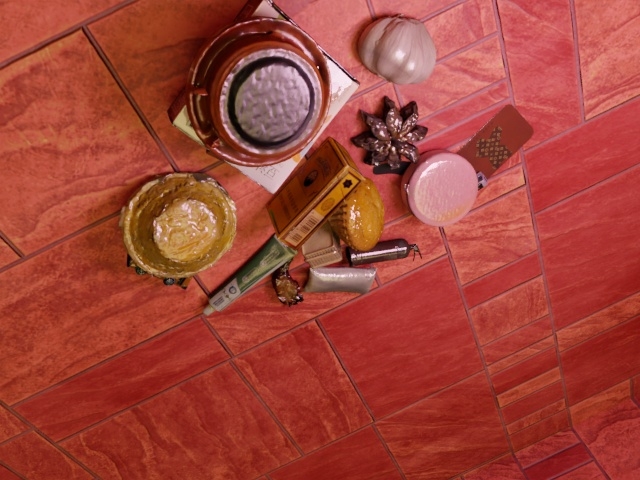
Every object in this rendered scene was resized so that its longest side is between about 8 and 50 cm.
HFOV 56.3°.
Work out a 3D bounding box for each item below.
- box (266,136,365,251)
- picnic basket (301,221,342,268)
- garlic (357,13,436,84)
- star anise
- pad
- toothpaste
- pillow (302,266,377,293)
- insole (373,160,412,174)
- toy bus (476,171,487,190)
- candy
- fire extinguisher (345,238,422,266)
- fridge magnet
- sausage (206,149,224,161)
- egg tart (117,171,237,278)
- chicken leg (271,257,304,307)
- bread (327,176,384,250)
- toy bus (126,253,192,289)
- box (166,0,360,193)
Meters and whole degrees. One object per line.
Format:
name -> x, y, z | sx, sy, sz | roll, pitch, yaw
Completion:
box -> -0.022, -0.140, 1.775 | 0.084, 0.193, 0.301 | 33, 109, -35
picnic basket -> 0.000, 0.000, 1.895 | 0.115, 0.164, 0.079 | -17, 139, 13
garlic -> 0.218, -0.507, 1.626 | 0.229, 0.143, 0.178 | 14, 121, -17
star anise -> 0.221, -0.308, 1.794 | 0.235, 0.109, 0.223 | 5, 119, -19
pad -> 0.565, -0.306, 1.969 | 0.181, 0.004, 0.267 | 33, 110, -33
toothpaste -> -0.246, 0.123, 1.977 | 0.392, 0.061, 0.099 | -40, 98, 11
pillow -> 0.065, 0.142, 2.080 | 0.253, 0.078, 0.144 | 2, 145, -19
insole -> 0.239, -0.230, 1.917 | 0.152, 0.002, 0.053 | -7, 127, -14
toy bus -> 0.497, -0.174, 2.007 | 0.130, 0.052, 0.037 | -35, 127, 16
candy -> 0.374, -0.168, 1.917 | 0.255, 0.094, 0.256 | -4, 110, -11
fire extinguisher -> 0.223, 0.046, 2.064 | 0.267, 0.072, 0.089 | -8, 105, -12
fridge magnet -> -0.138, -0.342, 1.426 | 0.363, 0.155, 0.364 | -11, 121, -19
sausage -> -0.239, -0.241, 1.711 | 0.169, 0.065, 0.065 | 25, 114, -31
egg tart -> -0.394, -0.039, 1.710 | 0.341, 0.132, 0.342 | -4, 102, -21
chicken leg -> -0.113, 0.128, 2.031 | 0.105, 0.051, 0.254 | -12, 126, -14
bread -> 0.111, -0.080, 1.859 | 0.139, 0.240, 0.240 | -5, 136, 30
toy bus -> -0.478, 0.058, 1.831 | 0.200, 0.098, 0.114 | 27, 111, -30
box -> -0.146, -0.375, 1.573 | 0.344, 0.122, 0.385 | 34, 100, -33
